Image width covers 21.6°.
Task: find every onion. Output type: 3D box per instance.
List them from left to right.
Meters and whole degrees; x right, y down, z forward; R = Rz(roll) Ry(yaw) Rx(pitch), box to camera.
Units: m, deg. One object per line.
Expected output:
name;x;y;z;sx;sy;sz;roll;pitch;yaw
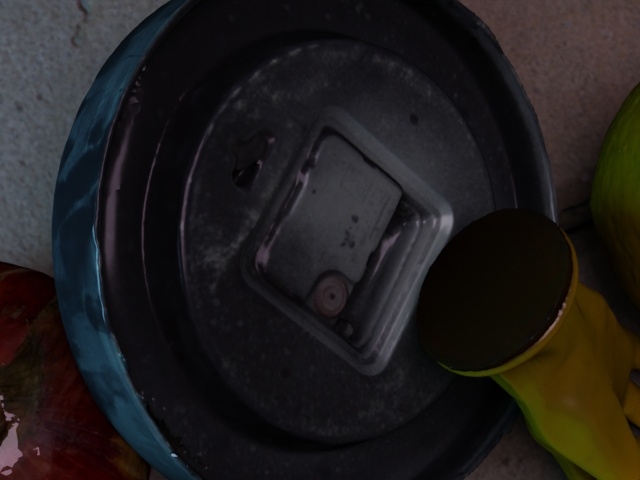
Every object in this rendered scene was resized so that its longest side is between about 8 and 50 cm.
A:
onion;-0.231;0.125;1.086;0.248;0.161;0.248;0;87;7

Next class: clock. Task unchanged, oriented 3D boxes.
clock;0.000;0.000;1.116;0.386;0.076;0.386;2;87;-37

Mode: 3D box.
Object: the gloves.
gloves;0.194;0.103;1.159;0.294;0.116;0.133;41;72;-39

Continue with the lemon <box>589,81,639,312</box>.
lemon;0.315;-0.031;1.180;0.267;0.267;0.267;3;76;-11
